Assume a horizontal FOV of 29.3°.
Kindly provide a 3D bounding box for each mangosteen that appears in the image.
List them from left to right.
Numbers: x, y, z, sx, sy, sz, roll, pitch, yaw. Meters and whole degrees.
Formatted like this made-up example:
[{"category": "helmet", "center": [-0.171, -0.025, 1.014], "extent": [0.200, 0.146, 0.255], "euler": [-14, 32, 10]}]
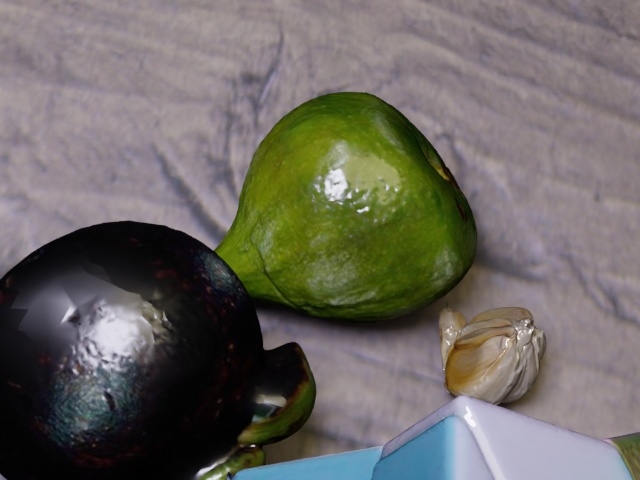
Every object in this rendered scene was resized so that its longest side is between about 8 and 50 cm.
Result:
[{"category": "mangosteen", "center": [-0.130, 0.102, 0.869], "extent": [0.243, 0.243, 0.243], "euler": [6, 55, -8]}]

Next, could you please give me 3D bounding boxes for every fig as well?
[{"category": "fig", "center": [0.000, 0.000, 1.023], "extent": [0.235, 0.203, 0.203], "euler": [-37, 64, 11]}]

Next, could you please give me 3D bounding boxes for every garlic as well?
[{"category": "garlic", "center": [0.148, 0.094, 1.017], "extent": [0.074, 0.094, 0.113], "euler": [51, 43, -26]}]

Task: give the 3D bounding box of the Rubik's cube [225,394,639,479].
[{"category": "Rubik's cube", "center": [0.110, 0.280, 0.699], "extent": [0.368, 0.358, 0.387], "euler": [22, 54, -21]}]
